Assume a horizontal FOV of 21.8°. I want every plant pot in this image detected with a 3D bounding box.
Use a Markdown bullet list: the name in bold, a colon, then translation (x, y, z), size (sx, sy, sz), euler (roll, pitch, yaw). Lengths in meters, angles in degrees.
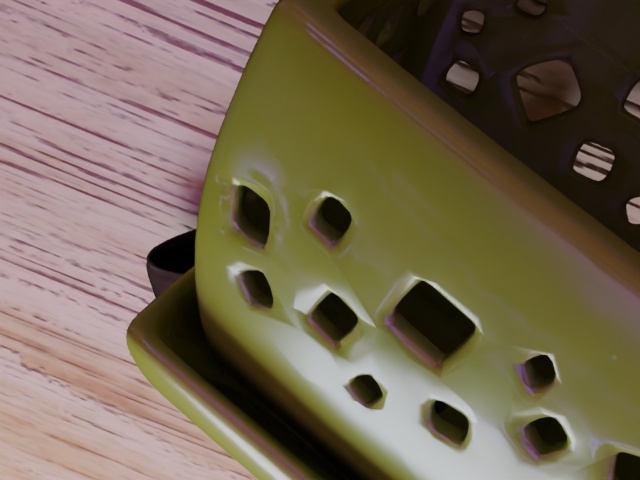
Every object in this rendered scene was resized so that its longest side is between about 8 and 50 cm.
- **plant pot**: translation (0.074, 0.011, 0.655), size (0.227, 0.228, 0.207), euler (39, 126, 6)

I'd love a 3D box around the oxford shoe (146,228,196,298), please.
- **oxford shoe**: translation (0.000, 0.000, 0.838), size (0.227, 0.083, 0.096), euler (-22, 113, 30)
